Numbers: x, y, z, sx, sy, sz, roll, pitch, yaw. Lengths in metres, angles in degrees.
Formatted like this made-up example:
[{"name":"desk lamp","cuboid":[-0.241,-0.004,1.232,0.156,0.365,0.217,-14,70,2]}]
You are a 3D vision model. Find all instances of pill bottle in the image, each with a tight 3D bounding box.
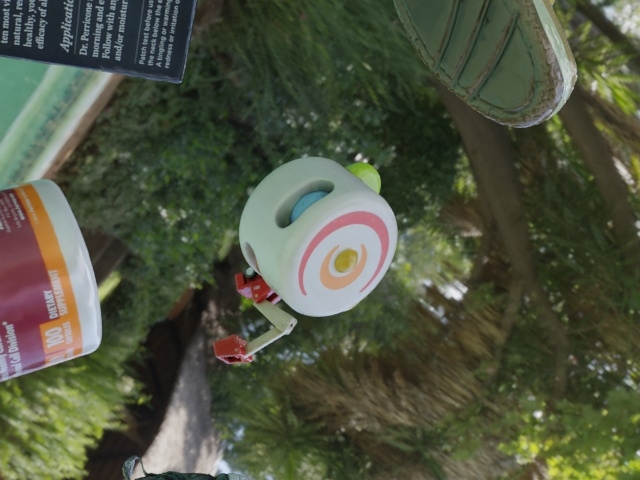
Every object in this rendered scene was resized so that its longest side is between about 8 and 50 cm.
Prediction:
[{"name":"pill bottle","cuboid":[-0.469,0.079,0.962,0.392,0.224,0.224,-17,179,-25]}]

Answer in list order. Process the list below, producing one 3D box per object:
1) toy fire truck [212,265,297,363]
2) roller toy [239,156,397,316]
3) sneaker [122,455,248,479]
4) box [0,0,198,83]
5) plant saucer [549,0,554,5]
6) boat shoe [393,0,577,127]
[{"name":"toy fire truck","cuboid":[-0.075,0.101,1.301,0.192,0.047,0.135,-19,-118,13]},{"name":"roller toy","cuboid":[0.000,0.000,1.146,0.146,0.191,0.209,42,-58,44]},{"name":"sneaker","cuboid":[-0.160,0.336,0.787,0.101,0.153,0.269,133,-27,-56]},{"name":"box","cuboid":[-0.414,-0.459,1.154,0.480,0.471,0.298,-113,-145,-56]},{"name":"plant saucer","cuboid":[0.227,-0.501,1.214,0.333,0.332,0.081,-64,175,1]},{"name":"boat shoe","cuboid":[0.073,-0.141,0.432,0.072,0.190,0.068,-19,161,-42]}]
